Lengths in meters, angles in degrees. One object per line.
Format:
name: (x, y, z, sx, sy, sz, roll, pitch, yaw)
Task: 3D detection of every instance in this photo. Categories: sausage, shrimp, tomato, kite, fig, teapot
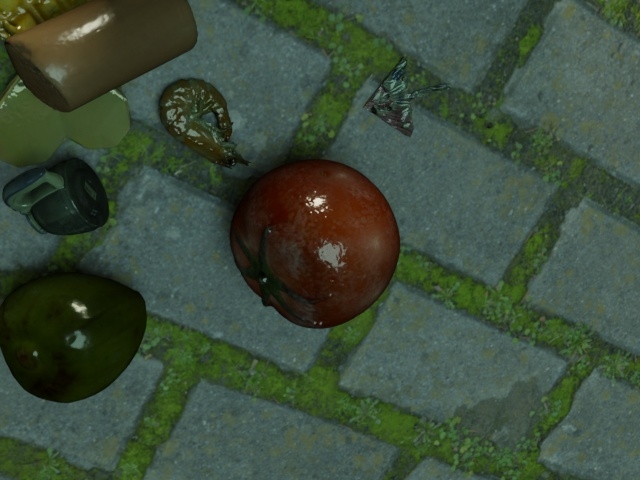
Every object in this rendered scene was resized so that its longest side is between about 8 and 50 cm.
sausage: (-0.295, -0.267, 1.445, 0.253, 0.123, 0.123, -34, 122, -31)
shrimp: (-0.172, -0.175, 1.634, 0.180, 0.041, 0.099, 43, 78, -28)
tomato: (0.000, 0.000, 1.643, 0.265, 0.265, 0.264, -8, 114, -17)
kite: (0.142, -0.234, 1.737, 0.157, 0.011, 0.139, -16, 119, -12)
fig: (-0.368, 0.133, 1.618, 0.225, 0.203, 0.203, -36, 128, -47)
teapot: (-0.386, -0.052, 1.549, 0.108, 0.149, 0.111, -22, 94, 17)

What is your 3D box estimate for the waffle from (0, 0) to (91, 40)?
waffle: (-0.420, -0.394, 1.430, 0.281, 0.060, 0.262, 3, 111, -21)

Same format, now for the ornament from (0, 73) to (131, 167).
ornament: (-0.381, -0.202, 1.517, 0.201, 0.059, 0.180, -15, 127, -14)
